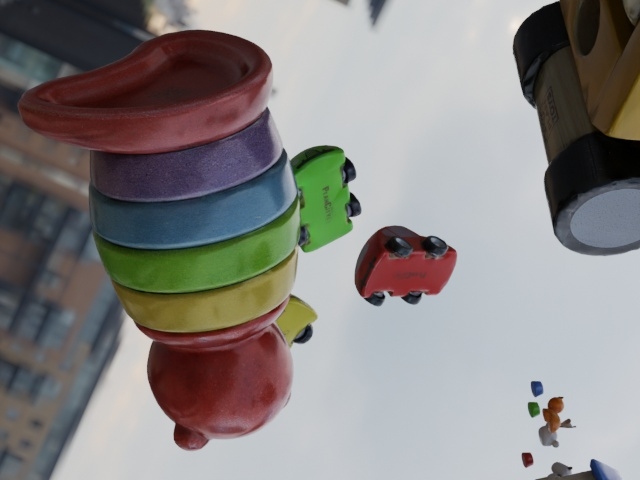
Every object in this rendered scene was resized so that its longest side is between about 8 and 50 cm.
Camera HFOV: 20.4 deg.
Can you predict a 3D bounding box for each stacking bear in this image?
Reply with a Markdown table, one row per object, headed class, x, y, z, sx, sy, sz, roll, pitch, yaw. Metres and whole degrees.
| class | x | y | z | sx | sy | sz | roll | pitch | yaw |
| --- | --- | --- | --- | --- | --- | --- | --- | --- | --- |
| stacking bear | -0.089 | 0.013 | 1.316 | 0.164 | 0.175 | 0.289 | 16 | -56 | 44 |

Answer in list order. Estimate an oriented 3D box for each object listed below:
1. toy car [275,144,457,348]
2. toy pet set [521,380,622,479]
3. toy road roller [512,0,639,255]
| class | x | y | z | sx | sy | sz | roll | pitch | yaw |
| --- | --- | --- | --- | --- | --- | --- | --- | --- | --- |
| toy car | 0.000 | 0.000 | 1.464 | 0.053 | 0.239 | 0.225 | 48 | -23 | 38 |
| toy pet set | 0.234 | 0.198 | 1.609 | 0.122 | 0.065 | 0.114 | 90 | -15 | -48 |
| toy road roller | 0.295 | -0.147 | 1.313 | 0.329 | 0.241 | 0.202 | 105 | -17 | -49 |
